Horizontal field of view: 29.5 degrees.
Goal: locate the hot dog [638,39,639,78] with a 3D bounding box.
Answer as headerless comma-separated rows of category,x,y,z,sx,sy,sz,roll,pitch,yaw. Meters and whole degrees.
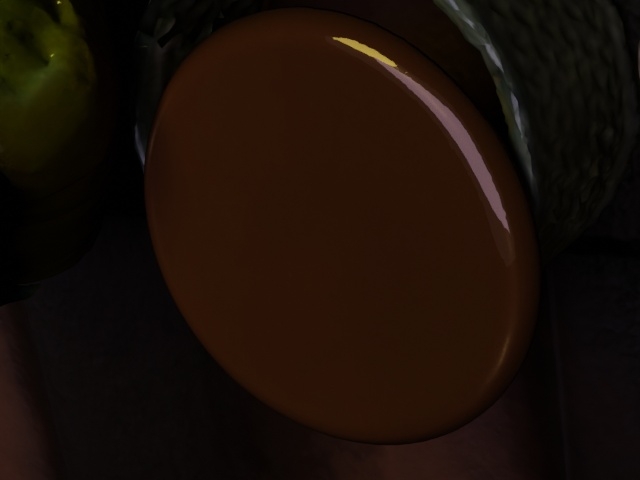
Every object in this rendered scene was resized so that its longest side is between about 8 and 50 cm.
hot dog,0.274,-0.115,0.564,0.268,0.075,0.144,-4,104,40

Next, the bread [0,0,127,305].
bread,-0.233,-0.088,0.767,0.376,0.208,0.251,124,125,-74

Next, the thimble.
thimble,0.031,-0.075,0.703,0.270,0.150,0.271,15,119,29

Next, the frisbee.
frisbee,0.000,0.000,0.650,0.250,0.021,0.251,15,118,30
